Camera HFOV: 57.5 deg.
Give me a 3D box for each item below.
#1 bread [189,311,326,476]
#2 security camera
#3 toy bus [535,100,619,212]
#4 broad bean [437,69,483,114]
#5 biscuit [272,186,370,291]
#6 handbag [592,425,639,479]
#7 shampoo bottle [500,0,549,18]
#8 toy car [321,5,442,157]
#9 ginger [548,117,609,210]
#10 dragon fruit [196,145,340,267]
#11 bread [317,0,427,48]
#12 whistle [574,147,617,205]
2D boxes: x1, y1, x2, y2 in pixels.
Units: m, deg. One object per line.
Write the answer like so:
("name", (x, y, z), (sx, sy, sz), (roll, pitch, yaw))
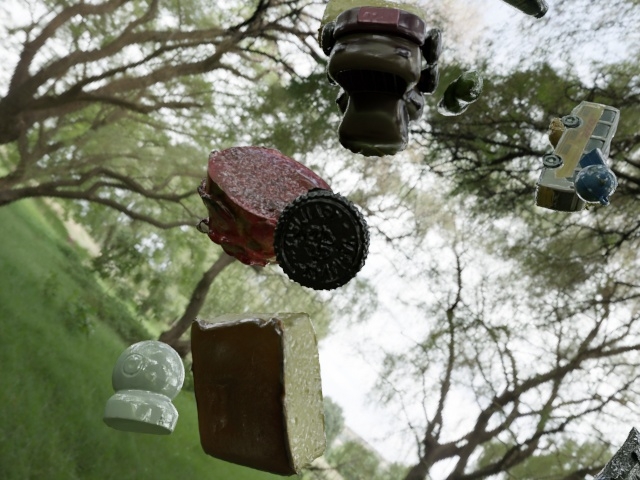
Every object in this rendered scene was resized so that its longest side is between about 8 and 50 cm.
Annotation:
("bread", (-0.149, 0.324, 1.294), (0.333, 0.143, 0.323), (-9, -93, 44))
("security camera", (-0.457, 0.383, 1.553), (0.195, 0.236, 0.194), (5, -28, 3))
("toy bus", (0.660, -0.217, 1.503), (0.138, 0.342, 0.097), (19, -32, 25))
("broad bean", (0.286, -0.309, 1.226), (0.056, 0.098, 0.318), (21, 15, -1))
("biscuit", (0.000, 0.000, 1.075), (0.194, 0.194, 0.053), (37, 14, 12))
("handbag", (0.718, 0.580, 1.332), (0.211, 0.254, 0.089), (57, -32, 4))
("shampoo bottle", (0.468, -0.619, 1.439), (0.234, 0.049, 0.087), (19, -5, -25))
("toy car", (0.126, -0.347, 1.331), (0.271, 0.240, 0.340), (8, -17, 12))
("ginger", (0.797, -0.262, 1.784), (0.166, 0.375, 0.236), (-11, -63, 29))
("dragon fruit", (-0.151, -0.078, 1.554), (0.371, 0.249, 0.386), (18, 32, -17))
("bread", (0.186, -0.769, 2.128), (0.376, 0.236, 0.165), (14, -35, 5))
("whistle", (0.587, -0.137, 1.260), (0.090, 0.090, 0.157), (66, 12, -54))
